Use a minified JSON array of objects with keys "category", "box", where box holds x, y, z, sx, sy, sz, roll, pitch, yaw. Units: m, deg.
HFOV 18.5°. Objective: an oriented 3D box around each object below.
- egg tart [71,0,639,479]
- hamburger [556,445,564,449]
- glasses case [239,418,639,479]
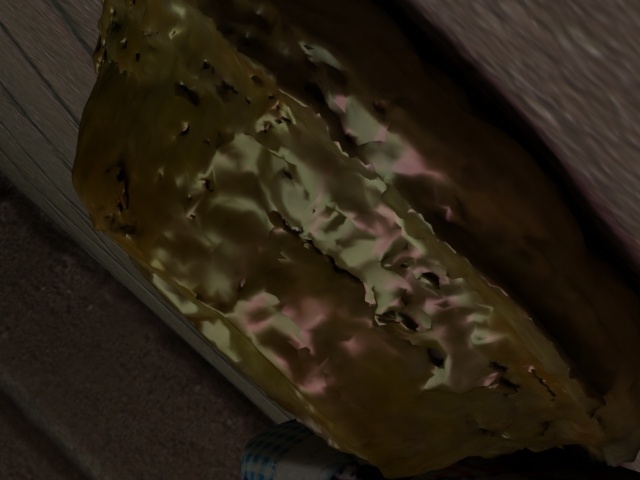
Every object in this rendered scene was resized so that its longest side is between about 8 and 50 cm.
[{"category":"egg tart","box":[0.001,0.000,0.846,0.341,0.129,0.341,42,171,8]},{"category":"hamburger","box":[0.082,0.111,1.098,0.164,0.093,0.189,35,166,50]},{"category":"glasses case","box":[0.100,0.138,0.905,0.327,0.076,0.125,15,-168,43]}]
